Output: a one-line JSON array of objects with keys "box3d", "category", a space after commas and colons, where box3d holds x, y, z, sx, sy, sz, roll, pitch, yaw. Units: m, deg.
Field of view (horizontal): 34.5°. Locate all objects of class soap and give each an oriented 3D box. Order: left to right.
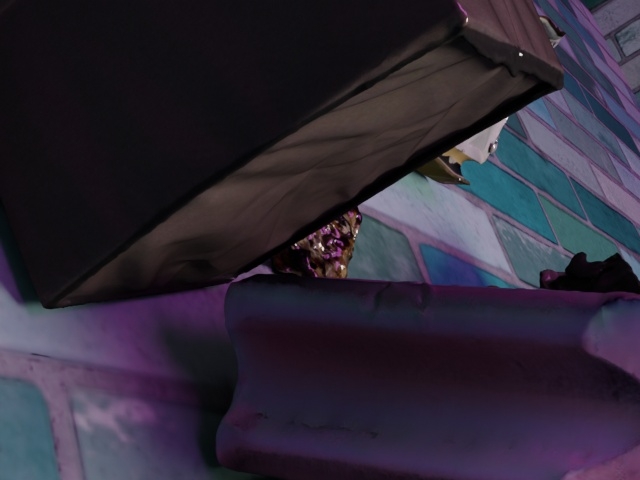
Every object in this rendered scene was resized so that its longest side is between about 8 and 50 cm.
[{"box3d": [0.132, 0.076, 0.526, 0.193, 0.324, 0.109, 4, 87, -63], "category": "soap"}]

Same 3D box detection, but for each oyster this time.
[{"box3d": [0.001, 0.000, 0.729, 0.086, 0.029, 0.132, 39, 33, -37], "category": "oyster"}]

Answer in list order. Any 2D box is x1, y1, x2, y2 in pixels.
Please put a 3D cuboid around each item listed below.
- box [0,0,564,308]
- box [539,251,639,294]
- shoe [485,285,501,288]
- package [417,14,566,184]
[{"box3d": [-0.028, -0.088, 0.506, 0.188, 0.252, 0.153, -2, 65, -64], "category": "box"}, {"box3d": [0.272, 0.198, 0.825, 0.359, 0.091, 0.350, -55, 125, -74], "category": "box"}, {"box3d": [0.154, 0.092, 0.869, 0.069, 0.072, 0.109, 93, -11, -59], "category": "shoe"}, {"box3d": [0.054, -0.160, 0.915, 0.311, 0.221, 0.165, 16, 88, -59], "category": "package"}]
